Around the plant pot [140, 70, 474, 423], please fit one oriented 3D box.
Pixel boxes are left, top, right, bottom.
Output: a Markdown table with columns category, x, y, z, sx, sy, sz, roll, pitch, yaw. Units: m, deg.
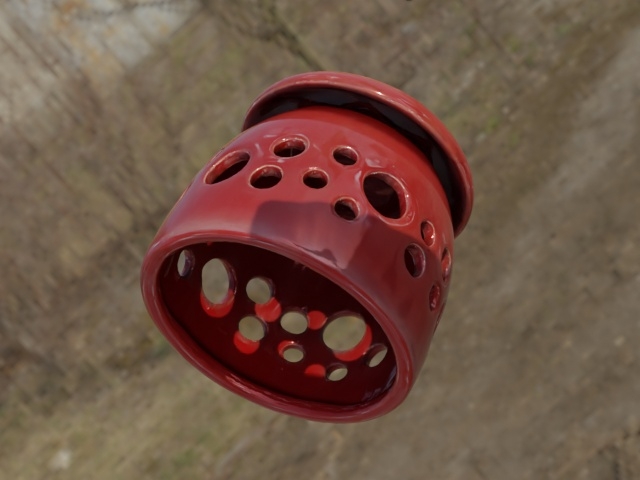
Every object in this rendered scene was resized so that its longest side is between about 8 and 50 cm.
| category | x | y | z | sx | sy | sz | roll | pitch | yaw |
| --- | --- | --- | --- | --- | --- | --- | --- | --- | --- |
| plant pot | 0.000 | 0.000 | 1.082 | 0.191 | 0.191 | 0.174 | -28 | 27 | 46 |
